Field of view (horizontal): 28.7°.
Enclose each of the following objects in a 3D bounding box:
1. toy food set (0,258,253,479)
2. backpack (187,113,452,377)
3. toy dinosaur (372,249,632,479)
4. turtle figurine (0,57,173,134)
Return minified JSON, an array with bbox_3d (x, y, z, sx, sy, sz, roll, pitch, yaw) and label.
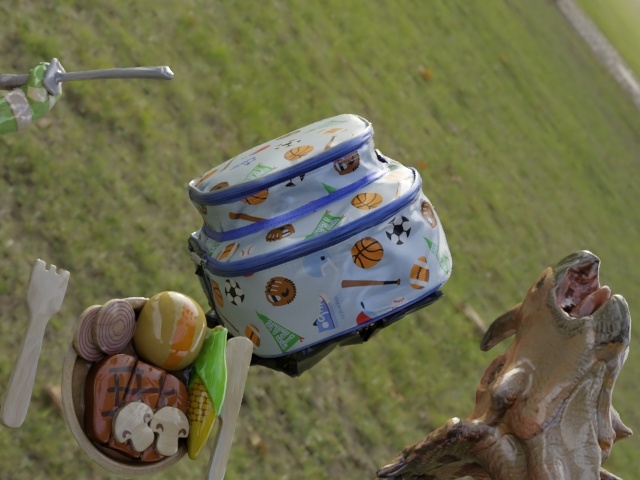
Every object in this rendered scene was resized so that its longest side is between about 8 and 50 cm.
[{"bbox_3d":[-0.120,0.096,0.861,0.192,0.038,0.132,24,68,-37],"label":"toy food set"},{"bbox_3d":[0.000,0.000,1.214,0.213,0.276,0.263,63,-6,-21],"label":"backpack"},{"bbox_3d":[0.021,0.153,0.446,0.127,0.296,0.200,59,-1,-30],"label":"toy dinosaur"},{"bbox_3d":[-0.264,-0.164,0.898,0.198,0.274,0.266,-10,57,-53],"label":"turtle figurine"}]
